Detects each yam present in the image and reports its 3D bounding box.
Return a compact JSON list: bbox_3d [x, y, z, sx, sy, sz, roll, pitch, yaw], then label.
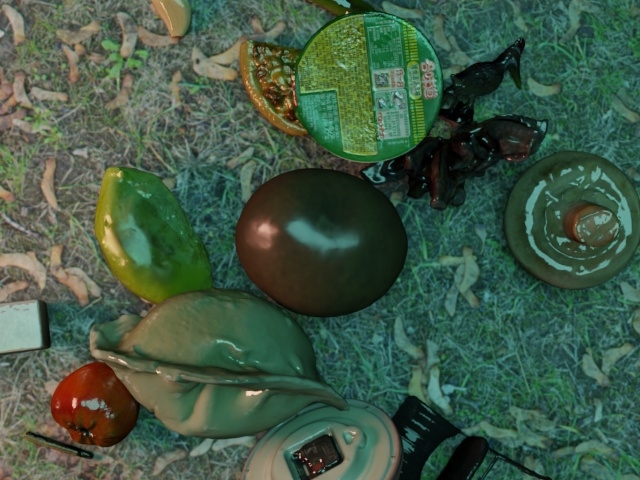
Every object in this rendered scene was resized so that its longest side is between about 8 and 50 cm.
[{"bbox_3d":[-0.384,0.301,1.640,0.107,0.014,0.014,18,84,-2],"label":"yam"}]

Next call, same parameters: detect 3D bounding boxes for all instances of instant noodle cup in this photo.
[{"bbox_3d":[0.071,-0.229,1.598,0.207,0.232,0.207,1,104,5],"label":"instant noodle cup"}]

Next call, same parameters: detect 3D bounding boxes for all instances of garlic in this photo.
[{"bbox_3d":[-0.223,-0.351,1.703,0.053,0.041,0.083,-25,94,-1],"label":"garlic"}]

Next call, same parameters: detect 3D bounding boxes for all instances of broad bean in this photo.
[{"bbox_3d":[0.049,-0.338,1.722,0.227,0.039,0.069,32,77,0],"label":"broad bean"}]

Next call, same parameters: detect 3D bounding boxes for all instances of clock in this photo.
[{"bbox_3d":[0.000,0.318,1.571,0.244,0.244,0.056,-28,124,-6],"label":"clock"}]

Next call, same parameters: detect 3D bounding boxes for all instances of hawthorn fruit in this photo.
[{"bbox_3d":[-0.314,0.228,1.600,0.125,0.125,0.140,33,85,0],"label":"hawthorn fruit"}]

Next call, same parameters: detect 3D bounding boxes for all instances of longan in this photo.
[{"bbox_3d":[0.000,0.000,1.579,0.248,0.248,0.248,0,85,-4],"label":"longan"}]

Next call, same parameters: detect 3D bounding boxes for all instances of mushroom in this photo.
[{"bbox_3d":[0.375,-0.029,1.628,0.207,0.215,0.207,0,92,-1],"label":"mushroom"}]

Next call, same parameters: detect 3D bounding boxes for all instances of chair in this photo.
[{"bbox_3d":[0.193,0.333,1.615,0.221,0.145,0.140,36,82,1],"label":"chair"}]

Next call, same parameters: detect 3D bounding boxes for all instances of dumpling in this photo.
[{"bbox_3d":[-0.146,0.163,1.560,0.321,0.270,0.212,-16,60,0],"label":"dumpling"}]

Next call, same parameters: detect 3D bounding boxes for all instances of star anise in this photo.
[{"bbox_3d":[0.199,-0.117,1.619,0.283,0.212,0.129,-23,90,-7],"label":"star anise"}]

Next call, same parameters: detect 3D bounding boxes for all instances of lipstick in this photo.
[{"bbox_3d":[-0.582,0.144,1.609,0.371,0.080,0.076,-6,84,-5],"label":"lipstick"}]

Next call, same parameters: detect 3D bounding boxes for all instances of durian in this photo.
[{"bbox_3d":[-0.247,0.005,1.635,0.139,0.101,0.250,-27,88,-7],"label":"durian"}]

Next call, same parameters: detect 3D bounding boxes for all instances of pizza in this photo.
[{"bbox_3d":[-0.050,-0.248,1.701,0.134,0.046,0.175,-41,88,-7],"label":"pizza"}]

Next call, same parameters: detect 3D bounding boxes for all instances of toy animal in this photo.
[{"bbox_3d":[0.244,-0.241,1.709,0.202,0.105,0.070,-40,47,-13],"label":"toy animal"}]
